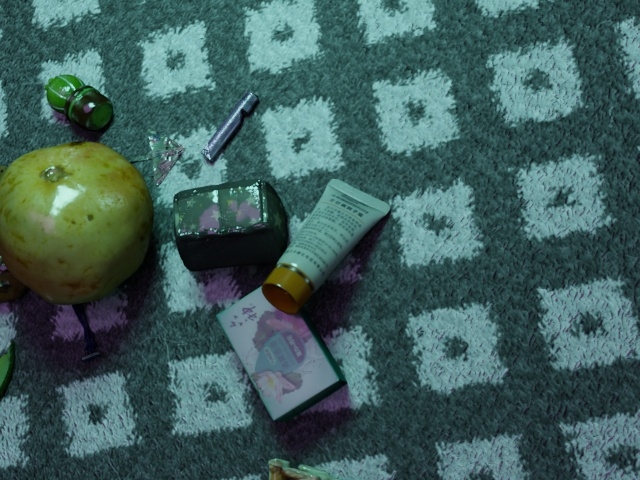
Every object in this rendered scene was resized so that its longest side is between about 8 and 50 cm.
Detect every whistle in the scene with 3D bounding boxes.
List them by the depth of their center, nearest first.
[{"bbox_3d":[-0.194,-0.245,1.856,0.033,0.033,0.176,36,88,18],"label":"whistle"}]

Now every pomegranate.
[{"bbox_3d":[-0.505,-0.033,1.754,0.342,0.342,0.342,-3,77,13],"label":"pomegranate"}]

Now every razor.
[{"bbox_3d":[-0.503,0.180,1.837,0.044,0.028,0.154,-24,75,7],"label":"razor"}]

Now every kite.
[{"bbox_3d":[-0.366,-0.184,1.896,0.157,0.011,0.139,-11,74,10],"label":"kite"}]

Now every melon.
[{"bbox_3d":[-0.731,0.328,1.861,0.114,0.053,0.262,34,83,36],"label":"melon"}]

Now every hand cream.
[{"bbox_3d":[0.000,0.000,1.693,0.140,0.089,0.314,30,60,18],"label":"hand cream"}]

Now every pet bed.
[{"bbox_3d":[-0.177,-0.010,1.726,0.211,0.183,0.159,-8,70,9],"label":"pet bed"}]

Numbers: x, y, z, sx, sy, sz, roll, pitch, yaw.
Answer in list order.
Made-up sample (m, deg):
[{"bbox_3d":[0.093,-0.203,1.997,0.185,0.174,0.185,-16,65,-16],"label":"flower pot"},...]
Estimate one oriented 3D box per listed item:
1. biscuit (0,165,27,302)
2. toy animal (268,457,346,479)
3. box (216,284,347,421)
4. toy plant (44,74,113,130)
[{"bbox_3d":[-0.734,-0.004,1.889,0.289,0.081,0.334,43,87,12],"label":"biscuit"},{"bbox_3d":[-0.031,0.518,1.617,0.184,0.104,0.185,12,77,16],"label":"toy animal"},{"bbox_3d":[-0.076,0.213,1.698,0.153,0.092,0.245,-34,73,4],"label":"box"},{"bbox_3d":[-0.541,-0.310,1.922,0.162,0.093,0.093,32,87,21],"label":"toy plant"}]
